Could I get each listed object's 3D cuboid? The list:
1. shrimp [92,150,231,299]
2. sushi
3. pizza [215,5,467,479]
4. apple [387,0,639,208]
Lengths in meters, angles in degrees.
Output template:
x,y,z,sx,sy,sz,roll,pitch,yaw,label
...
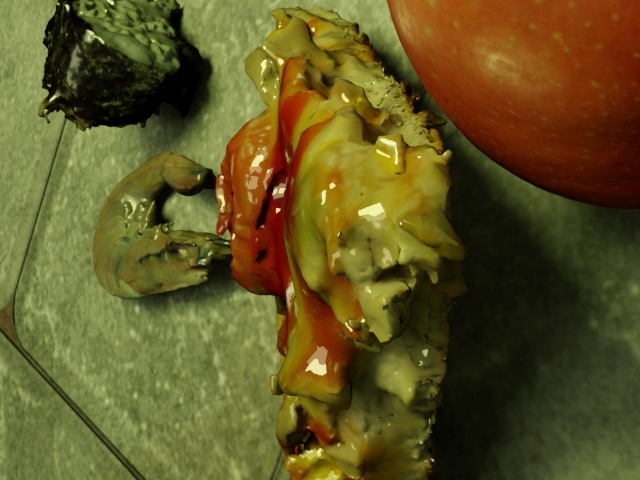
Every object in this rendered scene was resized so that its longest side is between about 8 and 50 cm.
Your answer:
x,y,z,sx,sy,sz,roll,pitch,yaw,label
-0.141,-0.019,0.906,0.254,0.059,0.145,-16,64,47,shrimp
-0.199,-0.186,0.936,0.115,0.147,0.212,-60,32,29,sushi
0.000,0.000,0.586,0.406,0.130,0.440,108,156,-78,pizza
0.160,-0.144,0.486,0.216,0.260,0.260,47,116,33,apple
